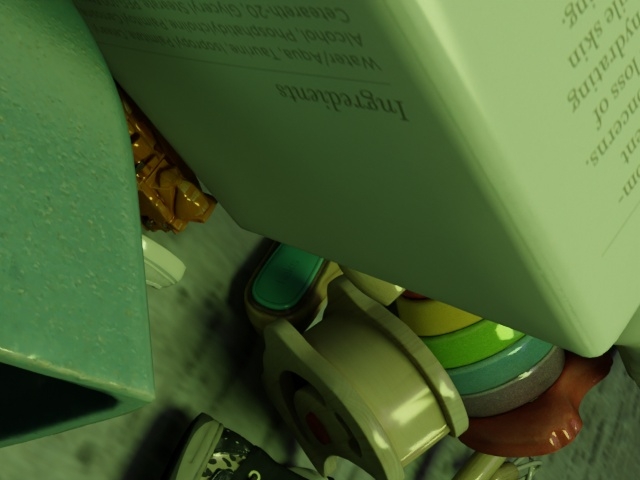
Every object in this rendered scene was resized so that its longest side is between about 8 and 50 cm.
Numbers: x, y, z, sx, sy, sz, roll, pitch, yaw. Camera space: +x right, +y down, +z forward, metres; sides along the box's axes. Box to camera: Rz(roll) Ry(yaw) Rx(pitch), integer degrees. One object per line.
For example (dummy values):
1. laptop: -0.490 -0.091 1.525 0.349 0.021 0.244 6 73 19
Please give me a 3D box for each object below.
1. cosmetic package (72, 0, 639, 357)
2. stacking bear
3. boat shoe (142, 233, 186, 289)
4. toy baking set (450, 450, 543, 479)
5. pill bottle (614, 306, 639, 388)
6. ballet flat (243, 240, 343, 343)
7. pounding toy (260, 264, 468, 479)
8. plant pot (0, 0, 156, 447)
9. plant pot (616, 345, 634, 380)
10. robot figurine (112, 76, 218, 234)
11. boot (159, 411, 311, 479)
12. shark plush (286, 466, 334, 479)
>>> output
1. cosmetic package: 0.043 -0.210 0.528 0.329 0.327 0.393 -51 129 -18
2. stacking bear: 0.150 0.053 0.979 0.175 0.164 0.289 -43 111 -47
3. boat shoe: -0.172 0.007 0.658 0.184 0.066 0.063 30 80 -49
4. toy baking set: 0.191 0.269 1.068 0.256 0.030 0.196 -48 148 -16
5. pill bottle: 0.290 -0.034 0.903 0.210 0.210 0.363 -35 94 -46
6. ballet flat: 0.000 0.000 0.876 0.232 0.080 0.073 -54 156 -34
7. pounding toy: 0.057 0.097 0.762 0.155 0.154 0.269 -33 161 -19
8. plant pot: -0.241 -0.047 0.442 0.247 0.248 0.252 30 49 -47
9. plant pot: 0.477 0.019 1.340 0.274 0.256 0.256 56 47 -13
10. robot figurine: -0.149 -0.154 0.665 0.291 0.085 0.211 54 55 -36
11. boot: -0.058 0.264 0.709 0.179 0.085 0.236 25 61 -8
12. shark plush: -0.027 0.233 0.861 0.067 0.073 0.161 -66 158 4
